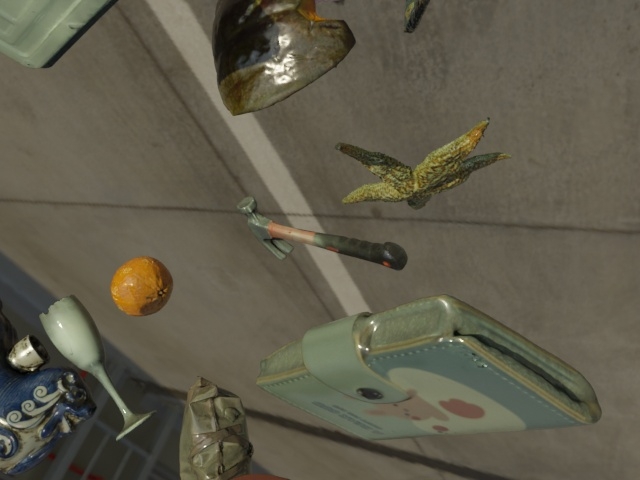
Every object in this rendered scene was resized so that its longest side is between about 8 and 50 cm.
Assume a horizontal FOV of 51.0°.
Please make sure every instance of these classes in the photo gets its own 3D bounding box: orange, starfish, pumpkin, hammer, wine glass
[{"bbox_3d":[-0.385,0.100,1.458,0.135,0.135,0.117,43,160,-30],"label":"orange"},{"bbox_3d":[0.190,-0.114,1.265,0.347,0.078,0.358,-13,159,13],"label":"starfish"},{"bbox_3d":[-0.097,-0.253,0.854,0.254,0.149,0.130,15,144,51],"label":"pumpkin"},{"bbox_3d":[0.000,0.000,0.986,0.288,0.033,0.111,12,142,41],"label":"hammer"},{"bbox_3d":[-0.529,0.309,1.434,0.264,0.096,0.309,-39,84,23],"label":"wine glass"}]

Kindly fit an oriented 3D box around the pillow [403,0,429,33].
[{"bbox_3d":[0.180,-0.497,1.139,0.034,0.255,0.189,8,177,-6],"label":"pillow"}]

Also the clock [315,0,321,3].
[{"bbox_3d":[-0.013,-0.373,0.878,0.110,0.050,0.153,-6,163,28],"label":"clock"}]

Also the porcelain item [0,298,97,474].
[{"bbox_3d":[-0.482,0.205,1.018,0.288,0.186,0.138,50,165,20],"label":"porcelain item"}]

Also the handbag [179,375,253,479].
[{"bbox_3d":[-0.170,0.352,1.097,0.117,0.270,0.182,-5,168,-17],"label":"handbag"}]

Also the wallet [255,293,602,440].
[{"bbox_3d":[0.097,0.163,0.778,0.252,0.083,0.360,34,145,-26],"label":"wallet"}]

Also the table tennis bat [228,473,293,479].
[{"bbox_3d":[-0.045,0.366,0.862,0.246,0.138,0.022,5,118,28],"label":"table tennis bat"}]

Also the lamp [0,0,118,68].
[{"bbox_3d":[-0.332,-0.285,0.622,0.269,0.047,0.266,31,152,-33],"label":"lamp"}]
